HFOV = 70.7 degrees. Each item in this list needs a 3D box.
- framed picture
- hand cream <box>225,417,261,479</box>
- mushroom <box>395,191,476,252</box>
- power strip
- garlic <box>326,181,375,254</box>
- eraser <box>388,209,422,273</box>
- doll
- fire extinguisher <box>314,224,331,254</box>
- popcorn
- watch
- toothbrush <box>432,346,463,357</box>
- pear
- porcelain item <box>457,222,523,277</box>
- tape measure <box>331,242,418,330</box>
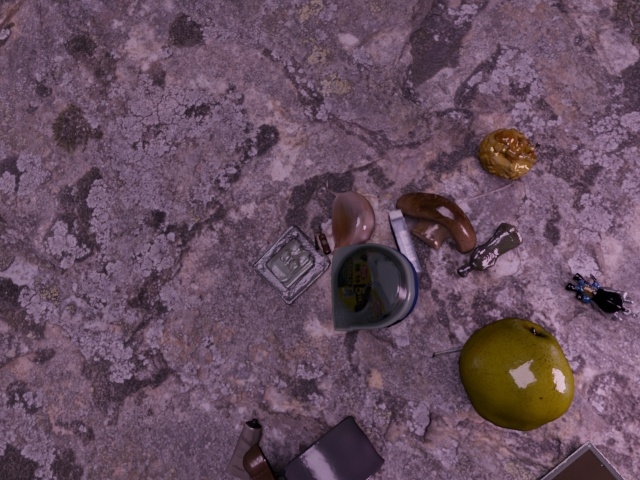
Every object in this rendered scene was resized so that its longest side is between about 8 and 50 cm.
[{"bbox_3d":[0.703,0.731,1.227,0.296,0.019,0.232,-38,74,0],"label":"framed picture"},{"bbox_3d":[-0.229,0.640,1.391,0.087,0.054,0.186,16,87,17],"label":"hand cream"},{"bbox_3d":[0.364,-0.072,1.399,0.286,0.151,0.156,34,83,15],"label":"mushroom"},{"bbox_3d":[-0.098,0.075,1.488,0.198,0.064,0.213,43,87,16],"label":"power strip"},{"bbox_3d":[0.102,-0.097,1.489,0.149,0.128,0.266,-4,66,-3],"label":"garlic"},{"bbox_3d":[0.265,0.014,1.426,0.046,0.092,0.212,-17,75,4],"label":"eraser"},{"bbox_3d":[0.822,0.169,1.311,0.195,0.070,0.096,33,100,22],"label":"doll"},{"bbox_3d":[-0.001,0.003,1.502,0.046,0.032,0.100,-23,65,5],"label":"fire extinguisher"},{"bbox_3d":[0.584,-0.271,1.404,0.170,0.180,0.180,-39,71,34],"label":"popcorn"},{"bbox_3d":[-0.002,0.643,1.245,0.327,0.335,0.314,-30,67,-18],"label":"watch"},{"bbox_3d":[0.480,0.314,1.356,0.294,0.026,0.028,-18,57,5],"label":"toothbrush"},{"bbox_3d":[0.521,0.354,1.212,0.294,0.294,0.294,-2,77,9],"label":"pear"},{"bbox_3d":[0.514,0.043,1.390,0.216,0.069,0.081,-40,108,1],"label":"porcelain item"},{"bbox_3d":[0.155,0.140,1.343,0.262,0.138,0.259,-8,80,33],"label":"tape measure"}]
